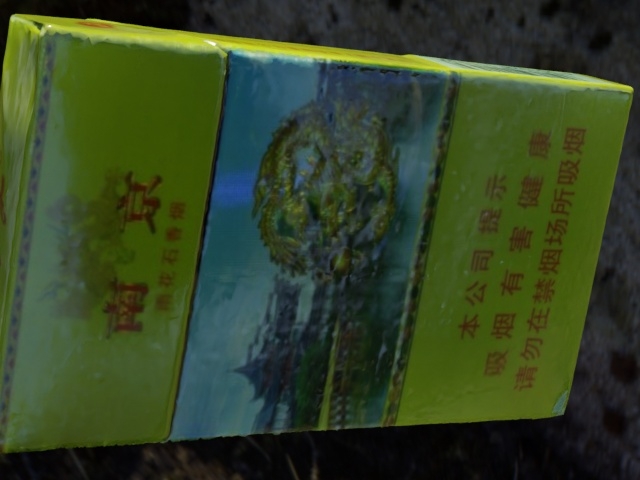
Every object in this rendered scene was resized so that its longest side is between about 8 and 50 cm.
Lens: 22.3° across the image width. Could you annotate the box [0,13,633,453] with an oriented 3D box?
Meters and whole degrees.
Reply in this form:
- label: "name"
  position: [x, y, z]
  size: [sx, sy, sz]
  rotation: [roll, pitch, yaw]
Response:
- label: "box"
  position: [0.000, 0.000, 0.782]
  size: [0.047, 0.335, 0.187]
  rotation: [28, 111, 53]
